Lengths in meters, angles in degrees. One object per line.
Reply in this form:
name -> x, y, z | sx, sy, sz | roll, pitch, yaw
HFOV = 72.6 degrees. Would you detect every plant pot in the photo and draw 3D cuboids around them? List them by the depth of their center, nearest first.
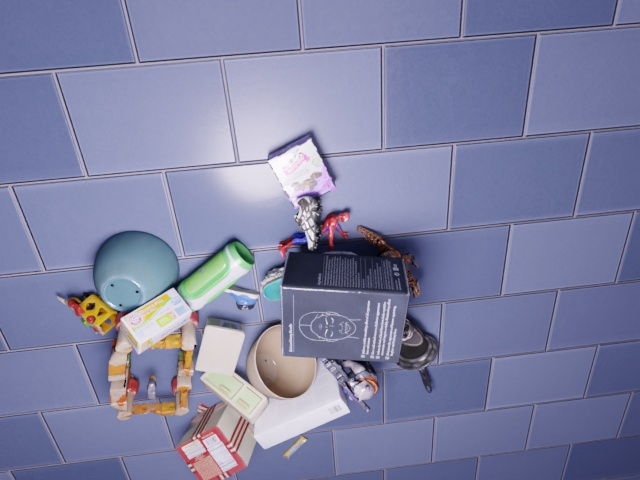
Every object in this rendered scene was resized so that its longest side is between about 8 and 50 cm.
plant pot -> -0.661, 0.138, 1.523 | 0.290, 0.195, 0.290 | -3, 117, -5
plant pot -> -0.184, 0.499, 1.734 | 0.284, 0.284, 0.191 | 35, 137, -20

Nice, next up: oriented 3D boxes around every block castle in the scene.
block castle -> -0.640, 0.468, 1.686 | 0.303, 0.213, 0.453 | 3, 123, -20

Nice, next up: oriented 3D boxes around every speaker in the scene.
speaker -> -0.387, 0.133, 1.587 | 0.296, 0.131, 0.131 | -38, 114, 12

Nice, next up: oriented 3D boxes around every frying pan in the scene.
frying pan -> 0.451, 0.517, 1.902 | 0.197, 0.053, 0.326 | -41, 113, 14

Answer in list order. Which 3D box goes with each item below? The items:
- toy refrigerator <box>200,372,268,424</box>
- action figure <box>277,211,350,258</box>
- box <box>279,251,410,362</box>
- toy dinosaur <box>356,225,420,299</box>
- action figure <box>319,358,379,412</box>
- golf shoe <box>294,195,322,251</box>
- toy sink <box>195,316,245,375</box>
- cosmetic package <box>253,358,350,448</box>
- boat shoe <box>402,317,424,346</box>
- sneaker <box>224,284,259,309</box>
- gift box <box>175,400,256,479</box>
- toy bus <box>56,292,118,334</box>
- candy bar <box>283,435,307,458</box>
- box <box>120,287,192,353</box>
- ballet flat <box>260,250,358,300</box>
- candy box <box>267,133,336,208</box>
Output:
toy refrigerator -> -0.345, 0.603, 1.744 | 0.270, 0.102, 0.094 | 30, 147, 22
action figure -> 0.000, 0.000, 1.584 | 0.280, 0.091, 0.139 | -31, 108, 11
box -> 0.074, 0.221, 1.455 | 0.396, 0.212, 0.293 | 3, 120, 1
toy dinosaur -> 0.237, 0.092, 1.630 | 0.218, 0.164, 0.322 | -35, 71, 11
action figure -> 0.131, 0.477, 1.695 | 0.178, 0.330, 0.341 | -34, 114, 10
golf shoe -> -0.043, -0.059, 1.489 | 0.094, 0.077, 0.198 | 6, 108, 14
toy sink -> -0.389, 0.395, 1.714 | 0.153, 0.131, 0.234 | 13, 119, -12
cosmetic package -> -0.085, 0.638, 1.778 | 0.377, 0.284, 0.097 | -26, 119, 7
boat shoe -> 0.291, 0.338, 1.752 | 0.335, 0.095, 0.112 | 40, 105, -13
sneaker -> -0.321, 0.224, 1.676 | 0.152, 0.058, 0.084 | 16, 105, -20
gift box -> -0.426, 0.822, 1.856 | 0.255, 0.258, 0.276 | -27, 96, 9
toy bus -> -0.841, 0.251, 1.609 | 0.104, 0.191, 0.202 | -48, 121, -31
candy bar -> -0.121, 0.998, 2.099 | 0.040, 0.018, 0.161 | 34, 107, -20
box -> -0.562, 0.274, 1.489 | 0.114, 0.203, 0.103 | 47, 141, 10
ballet flat -> -0.031, 0.107, 1.595 | 0.409, 0.147, 0.147 | -15, 117, 12
candy box -> -0.063, -0.232, 1.473 | 0.165, 0.070, 0.196 | -26, 116, 7
